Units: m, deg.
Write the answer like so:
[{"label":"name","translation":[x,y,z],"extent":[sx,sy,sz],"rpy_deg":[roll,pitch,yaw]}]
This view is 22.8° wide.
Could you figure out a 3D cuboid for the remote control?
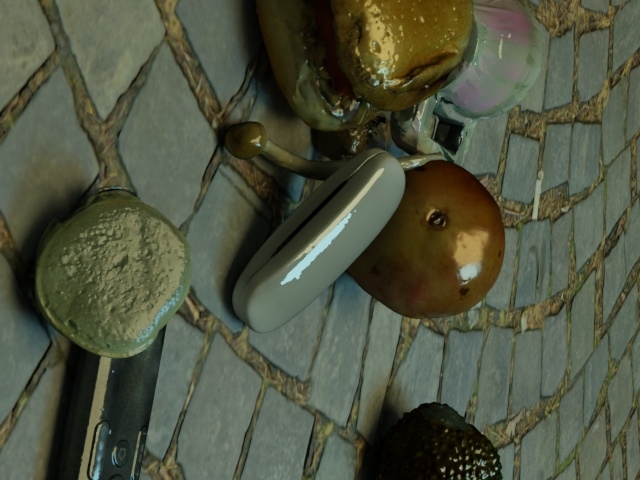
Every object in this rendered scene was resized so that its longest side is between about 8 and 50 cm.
[{"label":"remote control","translation":[-0.193,0.198,1.404],"extent":[0.107,0.044,0.378],"rpy_deg":[19,79,-56]}]

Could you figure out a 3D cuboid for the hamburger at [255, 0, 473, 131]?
[{"label":"hamburger","translation":[0.039,-0.235,1.625],"extent":[0.244,0.163,0.244],"rpy_deg":[10,77,-50]}]

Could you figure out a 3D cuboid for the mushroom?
[{"label":"mushroom","translation":[0.011,-0.087,1.666],"extent":[0.306,0.068,0.043],"rpy_deg":[6,84,-47]}]

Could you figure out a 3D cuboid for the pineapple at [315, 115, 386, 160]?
[{"label":"pineapple","translation":[0.043,-0.127,1.765],"extent":[0.124,0.058,0.058],"rpy_deg":[-37,128,-54]}]

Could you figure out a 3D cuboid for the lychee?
[{"label":"lychee","translation":[0.139,0.290,1.946],"extent":[0.171,0.171,0.171],"rpy_deg":[-21,114,-59]}]

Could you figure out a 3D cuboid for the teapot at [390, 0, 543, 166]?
[{"label":"teapot","translation":[0.138,-0.205,1.854],"extent":[0.221,0.163,0.178],"rpy_deg":[-51,157,18]}]

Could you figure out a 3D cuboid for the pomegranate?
[{"label":"pomegranate","translation":[0.115,0.001,1.799],"extent":[0.191,0.191,0.191],"rpy_deg":[-21,114,-59]}]

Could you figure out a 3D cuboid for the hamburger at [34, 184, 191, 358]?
[{"label":"hamburger","translation":[-0.176,0.028,1.340],"extent":[0.140,0.062,0.133],"rpy_deg":[-48,110,-21]}]

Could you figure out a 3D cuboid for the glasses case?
[{"label":"glasses case","translation":[0.000,0.000,1.639],"extent":[0.233,0.059,0.092],"rpy_deg":[-47,149,-13]}]
